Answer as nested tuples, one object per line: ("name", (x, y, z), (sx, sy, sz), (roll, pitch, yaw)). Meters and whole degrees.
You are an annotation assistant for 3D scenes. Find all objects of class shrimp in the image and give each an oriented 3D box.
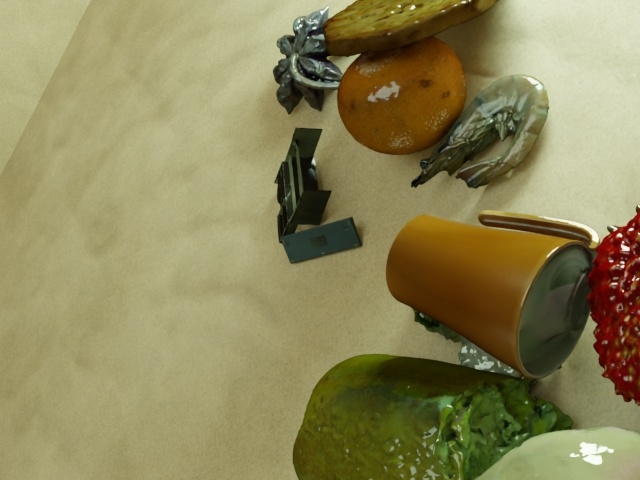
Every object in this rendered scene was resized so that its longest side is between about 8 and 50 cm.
("shrimp", (0.259, -0.147, 1.449), (0.254, 0.059, 0.145), (-49, 52, 11))

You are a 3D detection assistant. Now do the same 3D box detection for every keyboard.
("keyboard", (-0.001, 0.001, 1.664), (0.176, 0.014, 0.055), (-15, 97, 42))

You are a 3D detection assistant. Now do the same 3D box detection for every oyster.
("oyster", (0.247, 0.159, 1.292), (0.122, 0.045, 0.146), (53, 139, 6))

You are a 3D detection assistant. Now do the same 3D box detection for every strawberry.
("strawberry", (0.405, 0.049, 1.027), (0.233, 0.138, 0.306), (-18, 23, 23))

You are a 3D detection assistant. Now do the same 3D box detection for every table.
("table", (-0.035, -0.098, 1.728), (0.175, 0.062, 0.146), (113, 155, -53))

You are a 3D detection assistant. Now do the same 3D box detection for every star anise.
("star anise", (-0.022, -0.351, 1.830), (0.262, 0.081, 0.230), (44, 114, 46))

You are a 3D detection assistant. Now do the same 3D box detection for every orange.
("orange", (0.137, -0.242, 1.541), (0.224, 0.170, 0.224), (-25, 34, 18))

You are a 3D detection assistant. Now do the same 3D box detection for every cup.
("cup", (0.237, 0.044, 1.229), (0.264, 0.182, 0.226), (22, 56, 41))

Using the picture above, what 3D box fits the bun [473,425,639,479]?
("bun", (0.301, 0.368, 0.987), (0.361, 0.213, 0.361), (14, 111, 41))

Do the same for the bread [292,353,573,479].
("bread", (0.124, 0.281, 1.270), (0.376, 0.208, 0.251), (3, 69, 52))

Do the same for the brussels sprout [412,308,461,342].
("brussels sprout", (0.186, 0.064, 1.392), (0.139, 0.100, 0.181), (-30, 43, 14))

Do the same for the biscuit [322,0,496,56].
("biscuit", (0.165, -0.393, 1.543), (0.359, 0.046, 0.359), (-18, 26, 9))
